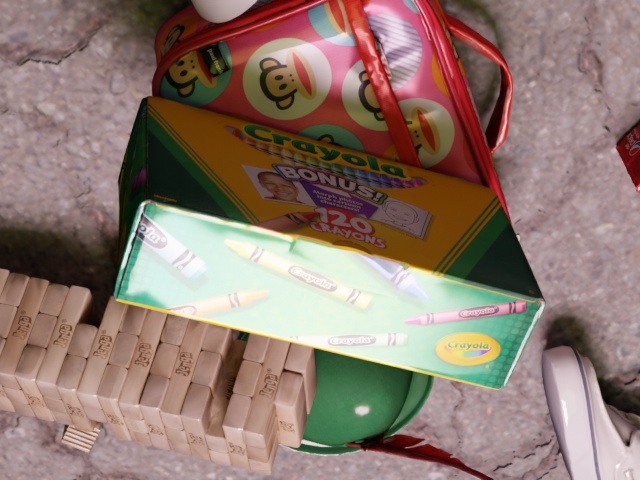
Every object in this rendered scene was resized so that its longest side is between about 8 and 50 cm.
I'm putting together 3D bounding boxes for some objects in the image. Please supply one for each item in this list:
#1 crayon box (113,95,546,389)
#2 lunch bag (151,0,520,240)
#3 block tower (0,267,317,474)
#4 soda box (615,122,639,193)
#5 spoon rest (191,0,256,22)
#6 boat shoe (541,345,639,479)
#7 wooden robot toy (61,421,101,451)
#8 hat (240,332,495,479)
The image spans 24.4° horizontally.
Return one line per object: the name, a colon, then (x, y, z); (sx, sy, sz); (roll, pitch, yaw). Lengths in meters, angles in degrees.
crayon box: (0.000, 0.000, 1.029); (0.278, 0.165, 0.081); (14, 116, -14)
lunch bag: (0.029, -0.077, 1.154); (0.258, 0.120, 0.293); (-21, 119, 6)
block tower: (-0.177, 0.100, 1.197); (0.335, 0.091, 0.097); (12, 151, 8)
soda box: (0.368, -0.015, 1.205); (0.263, 0.083, 0.092); (37, 111, -18)
spoon rest: (-0.014, -0.276, 1.044); (0.084, 0.137, 0.276); (22, 104, -29)
boat shoe: (0.263, 0.194, 1.313); (0.088, 0.096, 0.267); (-18, 118, 4)
wooden robot toy: (-0.174, 0.124, 1.276); (0.076, 0.079, 0.173); (39, 111, -20)
hat: (0.023, 0.153, 1.234); (0.208, 0.183, 0.173); (-28, 115, 14)
